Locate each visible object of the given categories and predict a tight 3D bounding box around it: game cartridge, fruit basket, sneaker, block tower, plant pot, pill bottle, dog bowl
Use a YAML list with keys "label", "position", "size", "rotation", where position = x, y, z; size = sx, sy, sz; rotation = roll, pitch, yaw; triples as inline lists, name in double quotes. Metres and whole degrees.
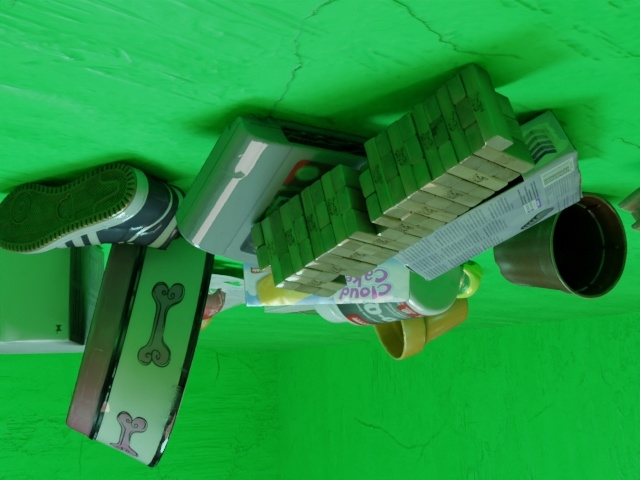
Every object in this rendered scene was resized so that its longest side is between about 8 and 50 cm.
- label: "game cartridge"
  position: [-0.018, -0.048, 1.102]
  size: [0.294, 0.060, 0.196]
  rotation: [6, 137, -37]
- label: "fruit basket"
  position: [-0.311, 0.129, 2.039]
  size: [0.353, 0.166, 0.327]
  rotation: [-26, 159, 27]
- label: "sneaker"
  position: [-0.314, -0.029, 1.258]
  size: [0.282, 0.099, 0.153]
  rotation: [-12, 164, 30]
- label: "block tower"
  position: [0.073, -0.048, 0.974]
  size: [0.097, 0.091, 0.335]
  rotation: [13, 142, -43]
- label: "plant pot"
  position: [0.235, 0.155, 2.114]
  size: [0.187, 0.205, 0.205]
  rotation: [-16, 173, -16]
- label: "pill bottle"
  position: [0.115, 0.078, 1.721]
  size: [0.161, 0.161, 0.283]
  rotation: [6, 166, -37]
- label: "plant pot"
  position: [0.384, 0.011, 1.484]
  size: [0.166, 0.167, 0.165]
  rotation: [4, 176, -29]
- label: "dog bowl"
  position: [-0.285, 0.137, 1.413]
  size: [0.150, 0.408, 0.408]
  rotation: [15, 165, -12]
- label: "sneaker"
  position: [0.195, 0.063, 1.885]
  size: [0.295, 0.110, 0.123]
  rotation: [-10, 144, 42]

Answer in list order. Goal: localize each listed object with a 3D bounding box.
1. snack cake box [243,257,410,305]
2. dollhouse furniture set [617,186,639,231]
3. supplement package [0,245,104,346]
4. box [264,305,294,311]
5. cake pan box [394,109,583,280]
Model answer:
- label: "snack cake box"
  position: [0.010, 0.032, 1.482]
  size: [0.264, 0.089, 0.152]
  rotation: [-2, -156, 1]
- label: "dollhouse furniture set"
  position: [0.572, -0.021, 1.205]
  size: [0.161, 0.212, 0.242]
  rotation: [10, 137, -42]
- label: "supplement package"
  position: [-0.503, 0.092, 1.577]
  size: [0.199, 0.198, 0.263]
  rotation: [-1, 169, -2]
- label: "box"
  position: [0.032, 0.146, 2.326]
  size: [0.232, 0.059, 0.322]
  rotation: [6, 167, -35]
- label: "cake pan box"
  position: [0.205, -0.045, 1.138]
  size: [0.245, 0.070, 0.267]
  rotation: [-31, 163, 11]
